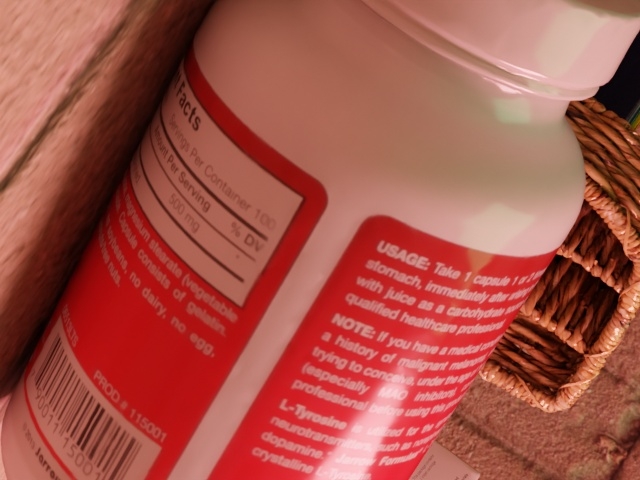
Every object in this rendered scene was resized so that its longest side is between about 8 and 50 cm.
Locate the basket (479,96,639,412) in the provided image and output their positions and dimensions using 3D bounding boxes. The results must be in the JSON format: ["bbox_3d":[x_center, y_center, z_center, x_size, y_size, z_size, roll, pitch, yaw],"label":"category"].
[{"bbox_3d":[0.181,-0.018,1.601,0.223,0.299,0.213,-52,170,-27],"label":"basket"}]

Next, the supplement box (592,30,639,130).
[{"bbox_3d":[0.230,-0.113,1.865,0.194,0.195,0.356,-52,171,-24],"label":"supplement box"}]

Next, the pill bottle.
[{"bbox_3d":[0.000,0.000,0.930,0.407,0.229,0.229,-60,171,23],"label":"pill bottle"}]

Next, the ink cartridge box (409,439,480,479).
[{"bbox_3d":[0.029,0.260,1.844,0.100,0.237,0.172,-43,165,-47],"label":"ink cartridge box"}]
